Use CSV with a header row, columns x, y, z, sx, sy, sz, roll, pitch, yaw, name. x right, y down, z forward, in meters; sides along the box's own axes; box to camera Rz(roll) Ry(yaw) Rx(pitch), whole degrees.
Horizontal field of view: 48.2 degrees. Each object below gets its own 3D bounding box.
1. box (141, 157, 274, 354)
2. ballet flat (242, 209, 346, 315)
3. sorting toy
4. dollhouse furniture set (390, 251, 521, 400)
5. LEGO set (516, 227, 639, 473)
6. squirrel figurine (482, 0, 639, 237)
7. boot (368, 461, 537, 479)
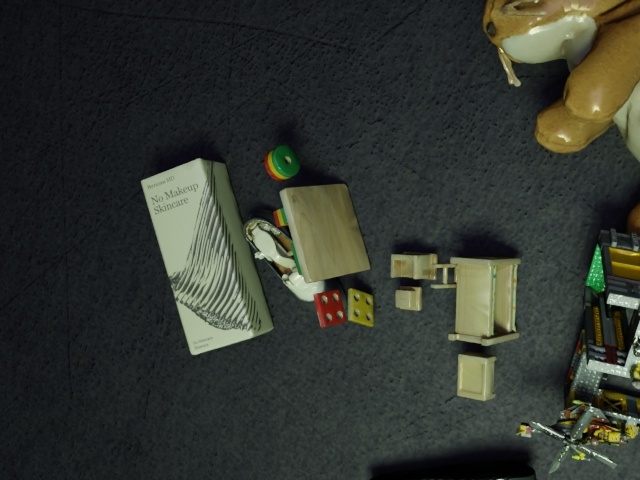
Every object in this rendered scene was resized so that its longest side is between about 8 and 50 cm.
x,y,z,sx,sy,sz,roll,pitch,yaw,name
-0.169,0.023,1.081,0.113,0.094,0.275,-20,86,16,box
-0.044,0.037,1.057,0.074,0.074,0.203,-43,80,13,ballet flat
0.000,0.000,1.018,0.046,0.132,0.274,-22,82,42,sorting toy
0.185,0.110,0.996,0.161,0.101,0.181,4,93,41,dollhouse furniture set
0.392,0.150,0.806,0.255,0.192,0.331,19,119,9,LEGO set
0.405,-0.262,0.850,0.397,0.281,0.370,-41,69,-1,squirrel figurine
0.191,0.419,0.978,0.247,0.094,0.207,-14,83,23,boot
